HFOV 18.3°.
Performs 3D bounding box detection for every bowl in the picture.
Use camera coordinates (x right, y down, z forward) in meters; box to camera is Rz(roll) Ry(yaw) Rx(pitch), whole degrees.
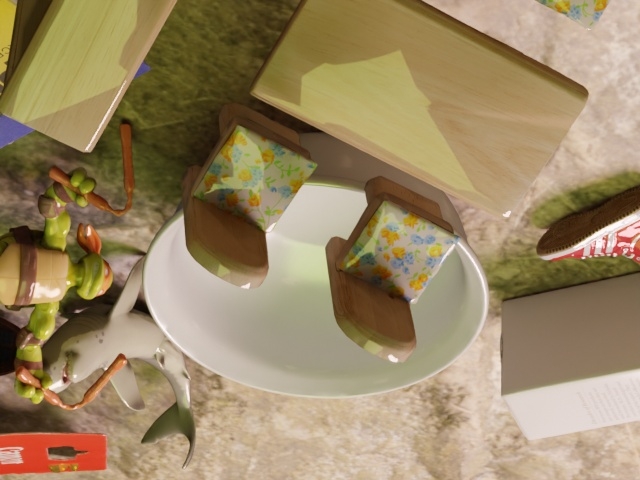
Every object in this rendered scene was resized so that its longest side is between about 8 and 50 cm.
[{"bbox_3d":[0.000,0.000,1.725,0.298,0.134,0.298,3,141,3],"label":"bowl"}]

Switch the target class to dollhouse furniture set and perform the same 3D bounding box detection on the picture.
[{"bbox_3d":[-0.002,-0.127,1.382,0.394,0.256,0.362,26,113,-17],"label":"dollhouse furniture set"}]

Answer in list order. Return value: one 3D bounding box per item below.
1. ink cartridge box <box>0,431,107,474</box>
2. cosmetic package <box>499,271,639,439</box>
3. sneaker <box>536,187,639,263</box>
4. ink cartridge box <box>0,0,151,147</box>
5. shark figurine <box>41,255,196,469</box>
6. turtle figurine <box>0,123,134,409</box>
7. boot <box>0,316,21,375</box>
[{"bbox_3d":[-0.401,0.262,1.961,0.385,0.091,0.308,-4,168,-7],"label":"ink cartridge box"},{"bbox_3d":[0.287,0.099,1.832,0.231,0.117,0.085,-13,136,22],"label":"cosmetic package"},{"bbox_3d":[0.256,0.002,1.774,0.118,0.042,0.067,-25,129,28],"label":"sneaker"},{"bbox_3d":[-0.339,-0.129,1.525,0.304,0.072,0.307,-25,138,24],"label":"ink cartridge box"},{"bbox_3d":[-0.197,0.106,1.929,0.116,0.166,0.278,13,166,31],"label":"shark figurine"},{"bbox_3d":[-0.268,0.014,1.734,0.217,0.087,0.269,5,109,-26],"label":"turtle figurine"},{"bbox_3d":[-0.396,0.107,1.961,0.219,0.082,0.106,5,163,-7],"label":"boot"}]
